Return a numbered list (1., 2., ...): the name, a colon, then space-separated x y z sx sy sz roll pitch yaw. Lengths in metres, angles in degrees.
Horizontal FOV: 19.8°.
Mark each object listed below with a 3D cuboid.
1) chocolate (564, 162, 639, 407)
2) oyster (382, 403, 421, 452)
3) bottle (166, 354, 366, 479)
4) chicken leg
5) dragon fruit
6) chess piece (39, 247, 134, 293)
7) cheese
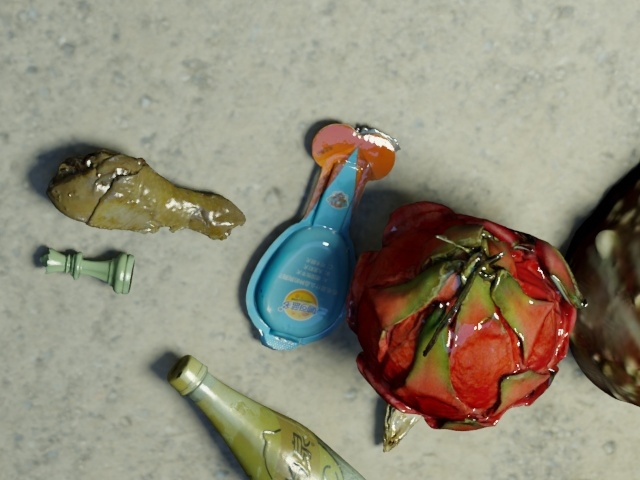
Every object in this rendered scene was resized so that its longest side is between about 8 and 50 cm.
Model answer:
1. chocolate: 0.397 0.038 1.795 0.340 0.210 0.225 -42 112 11
2. oyster: 0.088 0.178 1.917 0.093 0.034 0.051 -43 126 -1
3. bottle: -0.050 0.213 1.890 0.083 0.083 0.270 -42 108 11
4. chicken leg: -0.166 -0.039 1.790 0.198 0.069 0.085 15 111 -18
5. dragon fruit: 0.128 0.056 1.748 0.234 0.233 0.293 -14 146 0
6. chess piece: -0.233 0.026 1.824 0.093 0.042 0.042 11 110 -2
7. cheese: 0.000 0.000 1.836 0.106 0.037 0.256 17 107 -13
